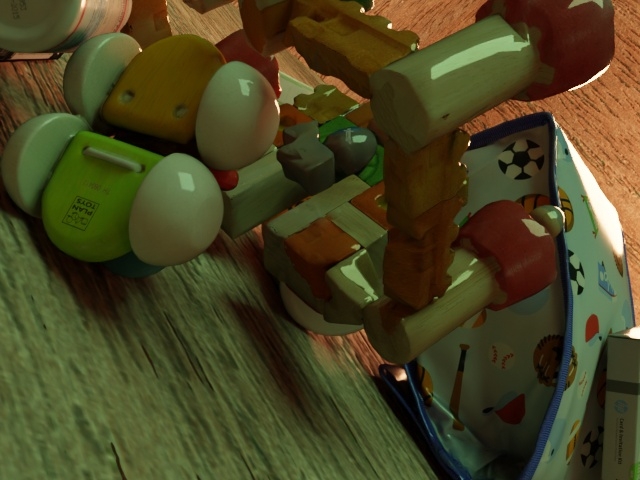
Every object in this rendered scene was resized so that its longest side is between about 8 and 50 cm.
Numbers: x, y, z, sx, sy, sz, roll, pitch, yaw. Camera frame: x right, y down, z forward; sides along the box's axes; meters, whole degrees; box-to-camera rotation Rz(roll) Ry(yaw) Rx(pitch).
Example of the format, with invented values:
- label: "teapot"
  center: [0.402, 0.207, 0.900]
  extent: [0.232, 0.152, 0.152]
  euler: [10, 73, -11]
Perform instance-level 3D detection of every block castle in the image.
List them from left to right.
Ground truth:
- label: "block castle"
  center: [0.011, -0.141, 0.726]
  extent: [0.453, 0.213, 0.303]
  euler: [39, -32, 34]

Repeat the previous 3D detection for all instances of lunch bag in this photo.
- label: "lunch bag"
  center: [0.226, 0.110, 0.968]
  extent: [0.328, 0.239, 0.385]
  euler: [27, 53, -53]

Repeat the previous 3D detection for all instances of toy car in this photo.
- label: "toy car"
  center: [-0.118, -0.052, 0.612]
  extent: [0.159, 0.182, 0.136]
  euler: [19, -24, 21]

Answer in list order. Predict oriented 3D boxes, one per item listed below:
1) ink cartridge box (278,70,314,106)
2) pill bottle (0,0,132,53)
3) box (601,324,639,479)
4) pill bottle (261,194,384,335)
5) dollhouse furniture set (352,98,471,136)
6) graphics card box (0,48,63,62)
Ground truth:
- label: "ink cartridge box"
  center: [-0.146, -0.246, 1.205]
  extent: [0.235, 0.056, 0.171]
  euler: [22, 4, -38]
- label: "pill bottle"
  center: [-0.194, -0.184, 0.636]
  extent: [0.087, 0.087, 0.160]
  euler: [43, 11, -7]
- label: "box"
  center: [0.341, 0.187, 0.914]
  extent: [0.038, 0.186, 0.145]
  euler: [5, 2, 36]
- label: "pill bottle"
  center: [0.000, 0.000, 0.914]
  extent: [0.118, 0.117, 0.208]
  euler: [38, 14, -26]
- label: "dollhouse furniture set"
  center: [0.250, -0.177, 1.739]
  extent: [0.173, 0.356, 0.303]
  euler: [-114, -166, -57]
- label: "graphics card box"
  center: [-0.342, -0.257, 0.714]
  extent: [0.233, 0.094, 0.371]
  euler: [43, 13, -7]
